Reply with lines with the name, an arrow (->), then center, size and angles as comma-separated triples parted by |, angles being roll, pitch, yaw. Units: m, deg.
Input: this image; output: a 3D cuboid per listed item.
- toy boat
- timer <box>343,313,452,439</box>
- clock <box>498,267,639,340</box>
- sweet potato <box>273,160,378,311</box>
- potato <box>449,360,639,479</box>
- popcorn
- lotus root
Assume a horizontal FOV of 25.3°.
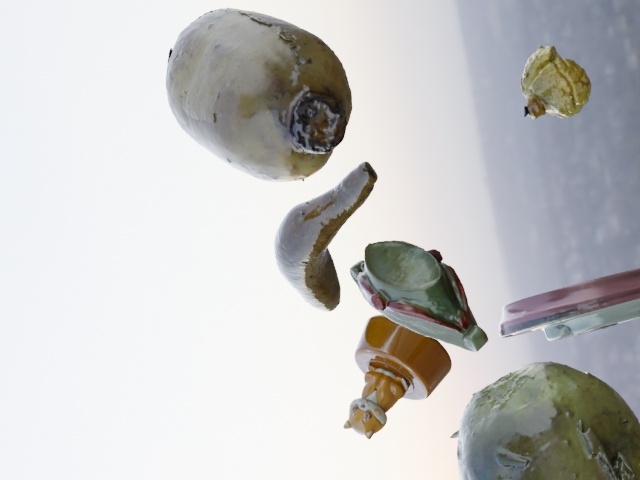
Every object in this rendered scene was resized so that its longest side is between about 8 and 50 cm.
toy boat -> 0.088, 0.047, 1.403 | 0.185, 0.089, 0.071 | 30, 152, 42
timer -> 0.085, 0.196, 1.904 | 0.152, 0.132, 0.132 | -57, -29, -25
clock -> 0.325, 0.076, 1.663 | 0.244, 0.244, 0.056 | 31, -134, -80
sweet potato -> -0.006, -0.001, 1.859 | 0.346, 0.108, 0.079 | 107, 152, -57
potato -> 0.202, 0.213, 1.140 | 0.169, 0.143, 0.248 | -51, 52, 52
popcorn -> 0.254, -0.168, 1.602 | 0.084, 0.084, 0.084 | -10, -90, -82
lotus root -> -0.059, -0.150, 1.479 | 0.284, 0.146, 0.160 | 32, 119, 55
